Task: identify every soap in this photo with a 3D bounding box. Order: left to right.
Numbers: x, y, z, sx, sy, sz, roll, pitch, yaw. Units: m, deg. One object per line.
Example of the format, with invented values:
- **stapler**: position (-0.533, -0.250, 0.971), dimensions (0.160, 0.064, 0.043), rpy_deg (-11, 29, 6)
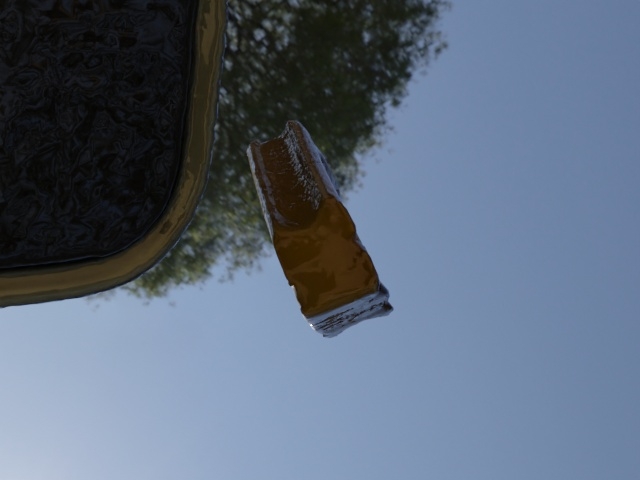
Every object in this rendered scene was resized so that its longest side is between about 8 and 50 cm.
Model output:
- **soap**: position (0.000, 0.000, 0.929), dimensions (0.080, 0.160, 0.257), rpy_deg (-26, -151, 3)

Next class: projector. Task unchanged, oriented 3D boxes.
- **projector**: position (-0.208, -0.125, 0.425), dimensions (0.249, 0.249, 0.248), rpy_deg (32, -60, 49)
